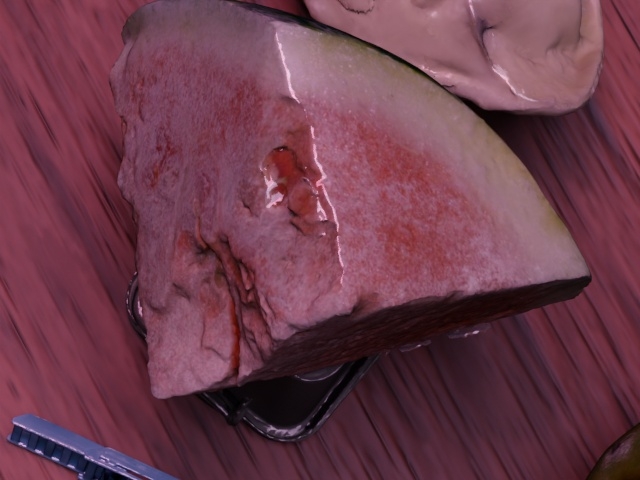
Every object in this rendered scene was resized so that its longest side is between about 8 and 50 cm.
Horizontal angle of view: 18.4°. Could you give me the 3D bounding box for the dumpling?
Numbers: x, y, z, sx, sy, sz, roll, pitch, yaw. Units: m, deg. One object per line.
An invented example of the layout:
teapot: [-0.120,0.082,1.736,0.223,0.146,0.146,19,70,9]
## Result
dumpling: [0.090,-0.217,1.357,0.243,0.187,0.318,-24,83,-52]

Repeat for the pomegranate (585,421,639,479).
pomegranate: [0.267,0.208,1.267,0.248,0.202,0.202,28,71,-33]

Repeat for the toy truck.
toy truck: [-0.147,0.169,1.255,0.136,0.063,0.074,25,54,-2]

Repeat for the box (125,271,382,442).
box: [0.000,0.000,1.281,0.163,0.135,0.243,41,74,1]

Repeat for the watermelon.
watermelon: [0.000,-0.020,1.159,0.310,0.193,0.231,44,53,-10]
